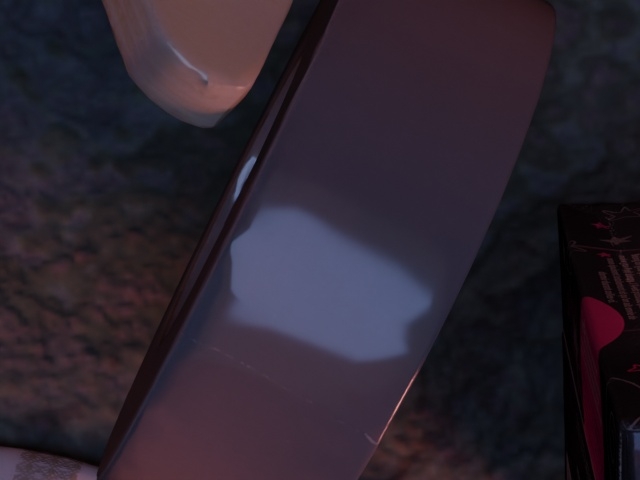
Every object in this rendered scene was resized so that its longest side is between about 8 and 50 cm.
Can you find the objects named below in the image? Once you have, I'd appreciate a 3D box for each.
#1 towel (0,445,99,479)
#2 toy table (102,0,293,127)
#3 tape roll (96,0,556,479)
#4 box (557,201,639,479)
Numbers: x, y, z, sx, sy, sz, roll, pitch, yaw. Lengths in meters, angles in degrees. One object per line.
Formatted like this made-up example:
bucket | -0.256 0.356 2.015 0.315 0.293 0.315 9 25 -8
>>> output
towel | -0.088 0.194 0.797 0.285 0.034 0.209 14 72 0
toy table | -0.056 -0.166 0.645 0.161 0.252 0.274 32 65 -11
tape roll | 0.000 0.000 0.696 0.072 0.219 0.219 26 105 -4
box | 0.164 0.091 0.701 0.142 0.247 0.163 -3 106 4
